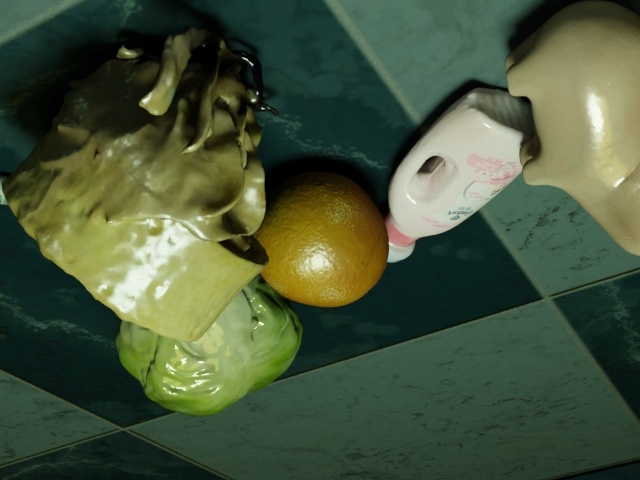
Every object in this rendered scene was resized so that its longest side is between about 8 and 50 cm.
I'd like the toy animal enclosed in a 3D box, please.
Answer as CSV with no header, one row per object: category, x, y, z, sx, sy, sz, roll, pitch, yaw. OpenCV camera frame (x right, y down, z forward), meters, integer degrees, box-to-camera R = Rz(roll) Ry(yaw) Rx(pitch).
toy animal,0.372,-0.137,1.097,0.269,0.237,0.326,-10,120,19

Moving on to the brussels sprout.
brussels sprout,-0.188,0.147,1.454,0.273,0.243,0.316,-27,139,21

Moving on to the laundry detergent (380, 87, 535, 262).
laundry detergent,0.174,-0.080,1.298,0.159,0.088,0.335,16,141,-23

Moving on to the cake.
cake,-0.170,-0.088,1.104,0.321,0.332,0.332,-49,133,7

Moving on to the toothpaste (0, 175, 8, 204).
toothpaste,-0.505,-0.080,1.265,0.239,0.039,0.062,9,140,-16

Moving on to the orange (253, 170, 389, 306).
orange,0.000,0.000,1.303,0.206,0.206,0.206,-3,146,-2
